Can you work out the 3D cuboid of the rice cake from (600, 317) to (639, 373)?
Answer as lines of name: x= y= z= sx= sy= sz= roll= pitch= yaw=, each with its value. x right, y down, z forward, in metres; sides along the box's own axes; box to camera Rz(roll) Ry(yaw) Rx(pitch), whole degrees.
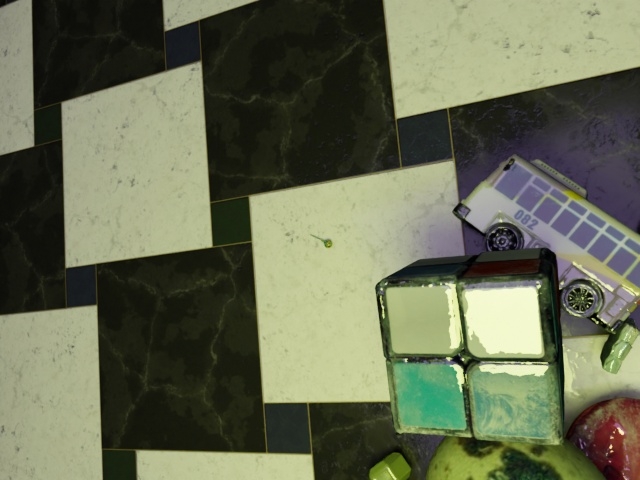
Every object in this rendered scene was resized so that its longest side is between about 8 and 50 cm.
rice cake: x=0.669 y=0.229 z=1.176 sx=0.038 sy=0.211 sz=0.124 roll=27 pitch=96 yaw=26

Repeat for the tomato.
tomato: x=0.708 y=0.518 z=1.161 sx=0.335 sy=0.176 sz=0.289 roll=22 pitch=73 yaw=23

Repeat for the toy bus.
toy bus: x=0.555 y=-0.008 z=1.244 sx=0.440 sy=0.209 sz=0.249 roll=41 pitch=101 yaw=21

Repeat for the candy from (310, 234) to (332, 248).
candy: x=0.000 y=0.000 z=1.576 sx=0.083 sy=0.025 sz=0.023 roll=24 pitch=67 yaw=31

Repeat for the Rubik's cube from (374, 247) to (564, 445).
Rubik's cube: x=0.320 y=0.197 z=1.070 sx=0.313 sy=0.316 sz=0.318 roll=-5 pitch=96 yaw=26

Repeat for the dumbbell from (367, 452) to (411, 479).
dumbbell: x=0.245 y=0.705 z=1.360 sx=0.121 sy=0.108 sz=0.302 roll=-40 pitch=72 yaw=14

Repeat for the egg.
egg: x=0.396 y=0.543 z=1.006 sx=0.345 sy=0.345 sz=0.428 roll=-47 pitch=47 yaw=12
